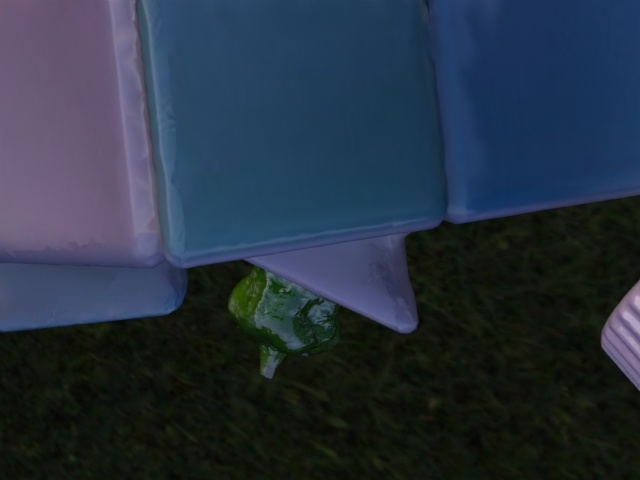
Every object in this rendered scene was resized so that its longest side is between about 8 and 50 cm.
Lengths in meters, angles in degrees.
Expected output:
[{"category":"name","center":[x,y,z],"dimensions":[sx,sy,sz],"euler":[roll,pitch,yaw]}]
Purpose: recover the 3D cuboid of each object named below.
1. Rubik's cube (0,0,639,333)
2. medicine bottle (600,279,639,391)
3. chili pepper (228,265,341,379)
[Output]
[{"category":"Rubik's cube","center":[-0.017,-0.142,0.594],"dimensions":[0.387,0.368,0.358],"euler":[-7,95,-37]},{"category":"medicine bottle","center":[0.177,0.082,0.459],"dimensions":[0.083,0.083,0.203],"euler":[-38,72,-16]},{"category":"chili pepper","center":[0.000,0.000,1.293],"dimensions":[0.136,0.099,0.270],"euler":[3,118,-55]}]
